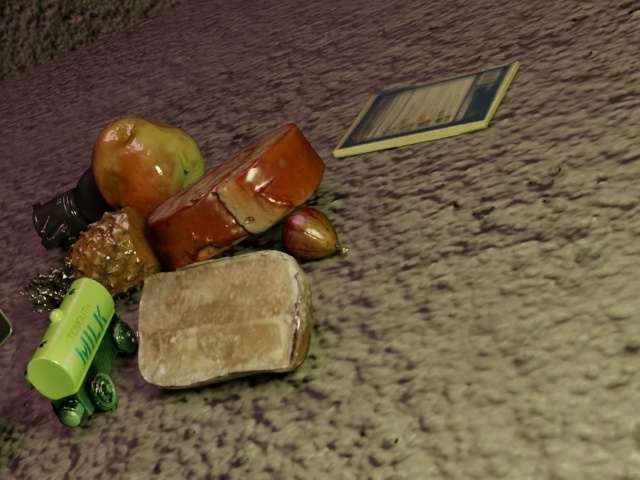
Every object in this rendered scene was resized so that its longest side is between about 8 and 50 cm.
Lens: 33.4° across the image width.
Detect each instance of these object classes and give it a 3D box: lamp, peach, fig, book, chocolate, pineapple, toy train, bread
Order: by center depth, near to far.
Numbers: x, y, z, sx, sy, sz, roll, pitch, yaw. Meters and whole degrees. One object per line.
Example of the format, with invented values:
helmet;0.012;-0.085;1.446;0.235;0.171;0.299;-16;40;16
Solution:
chocolate;-0.135;0.122;1.563;0.303;0.100;0.185;-10;72;29
toy train;-0.379;0.170;1.676;0.105;0.157;0.253;-18;29;19
fig;0.000;0.000;1.723;0.125;0.089;0.089;30;58;28
bread;-0.146;-0.078;1.871;0.328;0.114;0.295;-29;14;23
pineapple;-0.427;0.055;1.936;0.279;0.158;0.158;-27;27;10
book;0.199;-0.246;2.010;0.322;0.018;0.228;-8;32;34
peach;-0.348;-0.145;2.116;0.235;0.214;0.214;26;53;21
lamp;-0.514;-0.056;2.242;0.227;0.147;0.172;-28;30;19

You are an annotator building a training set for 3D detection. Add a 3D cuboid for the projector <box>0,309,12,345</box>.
projector;-0.647;0.166;2.016;0.082;0.083;0.083;-5;36;39
